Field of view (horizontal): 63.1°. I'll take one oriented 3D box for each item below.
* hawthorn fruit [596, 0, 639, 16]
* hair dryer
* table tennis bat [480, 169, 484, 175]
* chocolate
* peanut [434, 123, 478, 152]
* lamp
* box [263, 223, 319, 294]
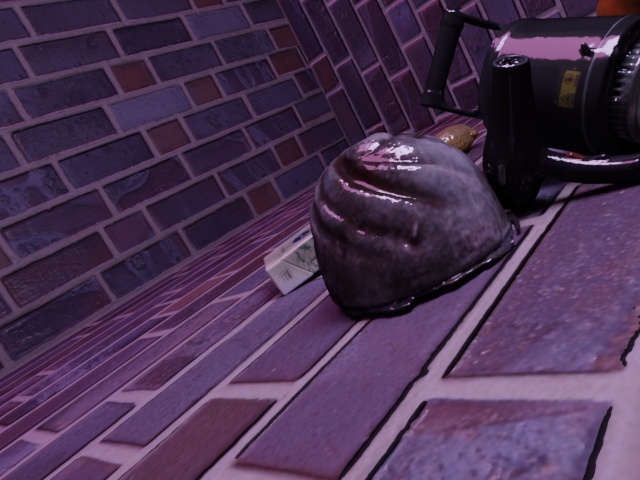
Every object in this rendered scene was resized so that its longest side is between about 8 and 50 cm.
[{"bbox_3d":[0.707,-0.492,0.857,0.472,0.471,0.472,-27,9,5],"label":"hawthorn fruit"},{"bbox_3d":[0.350,-0.134,0.700,0.272,0.235,0.091,13,43,36],"label":"hair dryer"},{"bbox_3d":[0.380,-0.151,1.117,0.234,0.022,0.131,-30,8,0],"label":"table tennis bat"},{"bbox_3d":[0.110,-0.052,0.767,0.303,0.213,0.303,-28,8,4],"label":"chocolate"},{"bbox_3d":[0.367,-0.284,1.607,0.263,0.101,0.117,-28,29,-4],"label":"peanut"},{"bbox_3d":[0.391,-0.244,0.810,0.374,0.205,0.272,9,11,-19],"label":"lamp"},{"bbox_3d":[0.000,0.000,1.117,0.256,0.069,0.164,-37,10,-2],"label":"box"}]
